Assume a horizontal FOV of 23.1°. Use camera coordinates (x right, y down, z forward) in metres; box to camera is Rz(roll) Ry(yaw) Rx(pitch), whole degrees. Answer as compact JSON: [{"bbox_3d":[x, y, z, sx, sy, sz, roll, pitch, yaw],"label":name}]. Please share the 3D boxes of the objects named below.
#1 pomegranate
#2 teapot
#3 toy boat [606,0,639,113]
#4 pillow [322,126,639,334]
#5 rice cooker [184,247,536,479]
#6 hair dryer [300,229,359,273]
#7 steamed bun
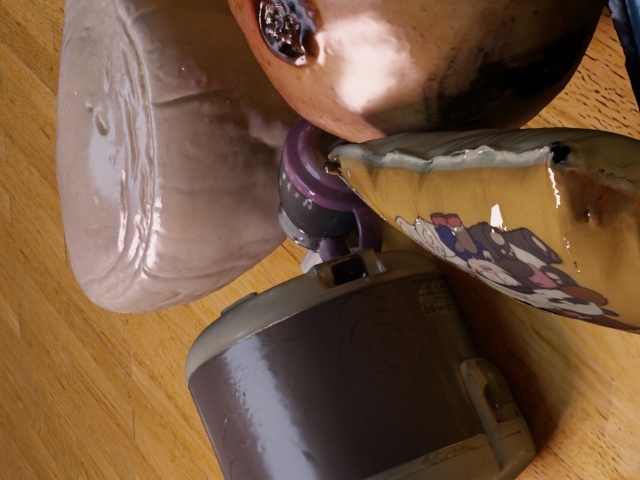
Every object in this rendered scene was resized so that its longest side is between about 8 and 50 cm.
[{"bbox_3d":[0.072,-0.218,1.189,0.322,0.322,0.322,39,137,49],"label":"pomegranate"},{"bbox_3d":[0.020,-0.043,1.568,0.148,0.116,0.146,40,147,10],"label":"teapot"},{"bbox_3d":[0.254,-0.150,1.084,0.097,0.100,0.223,-13,113,22],"label":"toy boat"},{"bbox_3d":[0.197,-0.004,1.077,0.310,0.312,0.119,1,73,62],"label":"pillow"},{"bbox_3d":[0.037,0.171,1.477,0.277,0.288,0.288,66,152,13],"label":"rice cooker"},{"bbox_3d":[0.000,0.000,1.701,0.082,0.047,0.137,66,159,17],"label":"hair dryer"},{"bbox_3d":[-0.145,-0.096,1.698,0.236,0.247,0.383,22,115,48],"label":"steamed bun"}]
